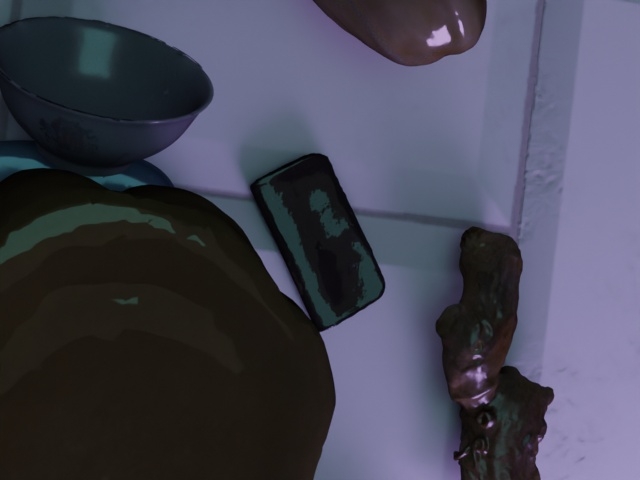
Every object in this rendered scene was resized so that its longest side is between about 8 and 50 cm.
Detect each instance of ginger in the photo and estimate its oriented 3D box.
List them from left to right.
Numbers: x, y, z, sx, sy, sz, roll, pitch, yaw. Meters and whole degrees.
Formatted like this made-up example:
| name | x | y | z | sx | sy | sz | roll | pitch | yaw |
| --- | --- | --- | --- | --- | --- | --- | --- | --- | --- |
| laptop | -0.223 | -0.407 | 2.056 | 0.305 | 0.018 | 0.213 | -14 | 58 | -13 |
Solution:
| name | x | y | z | sx | sy | sz | roll | pitch | yaw |
| --- | --- | --- | --- | --- | --- | --- | --- | --- | --- |
| ginger | 0.166 | 0.131 | 1.500 | 0.122 | 0.084 | 0.290 | -8 | 94 | -14 |

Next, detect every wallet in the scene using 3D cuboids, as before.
| name | x | y | z | sx | sy | sz | roll | pitch | yaw |
| --- | --- | --- | --- | --- | --- | --- | --- | --- | --- |
| wallet | 0.000 | 0.000 | 1.467 | 0.082 | 0.018 | 0.156 | -29 | 102 | -17 |

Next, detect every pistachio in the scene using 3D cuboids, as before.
| name | x | y | z | sx | sy | sz | roll | pitch | yaw |
| --- | --- | --- | --- | --- | --- | --- | --- | --- | --- |
| pistachio | 0.052 | -0.256 | 1.417 | 0.138 | 0.153 | 0.238 | -37 | 77 | -26 |

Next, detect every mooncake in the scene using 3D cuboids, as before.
| name | x | y | z | sx | sy | sz | roll | pitch | yaw |
| --- | --- | --- | --- | --- | --- | --- | --- | --- | --- |
| mooncake | -0.185 | 0.125 | 1.275 | 0.378 | 0.201 | 0.378 | -5 | 106 | -18 |

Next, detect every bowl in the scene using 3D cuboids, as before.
| name | x | y | z | sx | sy | sz | roll | pitch | yaw |
| --- | --- | --- | --- | --- | --- | --- | --- | --- | --- |
| bowl | -0.190 | -0.108 | 1.331 | 0.189 | 0.189 | 0.086 | 6 | 119 | -21 |

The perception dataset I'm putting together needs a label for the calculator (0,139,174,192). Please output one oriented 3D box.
| name | x | y | z | sx | sy | sz | roll | pitch | yaw |
| --- | --- | --- | --- | --- | --- | --- | --- | --- | --- |
| calculator | -0.219 | 0.011 | 1.372 | 0.303 | 0.042 | 0.188 | 7 | 89 | -18 |
